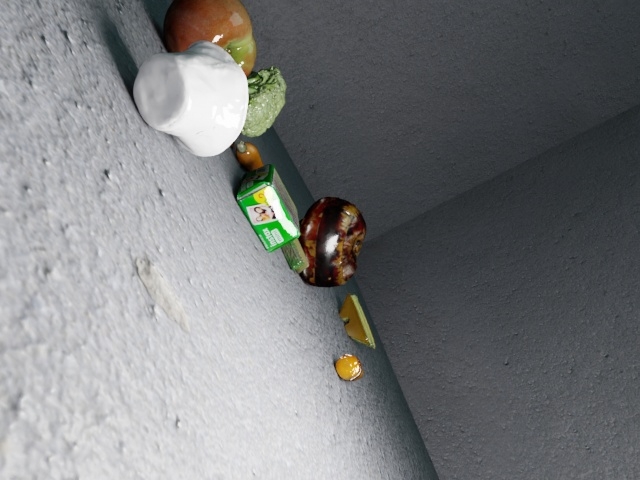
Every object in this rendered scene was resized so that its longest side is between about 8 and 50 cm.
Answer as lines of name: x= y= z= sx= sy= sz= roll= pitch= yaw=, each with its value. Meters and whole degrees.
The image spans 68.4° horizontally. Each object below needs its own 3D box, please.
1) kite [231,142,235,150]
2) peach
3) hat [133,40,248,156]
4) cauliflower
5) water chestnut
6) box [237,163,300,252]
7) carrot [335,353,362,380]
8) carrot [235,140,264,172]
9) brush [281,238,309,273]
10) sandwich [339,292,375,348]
kite: x=-0.297 y=-0.355 z=1.493 sx=0.222 sy=0.008 sz=0.125 roll=64 pitch=5 yaw=12
peach: x=-0.293 y=-0.535 z=1.247 sx=0.252 sy=0.252 sz=0.252 roll=62 pitch=5 yaw=-10
hat: x=-0.233 y=-0.245 z=0.805 sx=0.203 sy=0.203 sz=0.126 roll=63 pitch=24 yaw=0
cauliflower: x=-0.254 y=-0.515 z=1.663 sx=0.250 sy=0.272 sz=0.275 roll=29 pitch=2 yaw=-19
water chestnut: x=0.000 y=0.000 z=1.515 sx=0.300 sy=0.300 sz=0.300 roll=62 pitch=5 yaw=-10
box: x=-0.137 y=-0.096 z=1.253 sx=0.180 sy=0.103 sz=0.250 roll=61 pitch=7 yaw=-21
carrot: x=0.096 y=0.375 z=1.370 sx=0.072 sy=0.072 sz=0.205 roll=65 pitch=4 yaw=22
carrot: x=-0.203 y=-0.233 z=1.510 sx=0.069 sy=0.069 sz=0.336 roll=65 pitch=2 yaw=19
brush: x=-0.116 y=-0.032 z=1.420 sx=0.048 sy=0.054 sz=0.282 roll=10 pitch=50 yaw=-59
sandwich: x=0.138 y=0.336 z=1.908 sx=0.090 sy=0.088 sz=0.244 roll=41 pitch=24 yaw=-53
